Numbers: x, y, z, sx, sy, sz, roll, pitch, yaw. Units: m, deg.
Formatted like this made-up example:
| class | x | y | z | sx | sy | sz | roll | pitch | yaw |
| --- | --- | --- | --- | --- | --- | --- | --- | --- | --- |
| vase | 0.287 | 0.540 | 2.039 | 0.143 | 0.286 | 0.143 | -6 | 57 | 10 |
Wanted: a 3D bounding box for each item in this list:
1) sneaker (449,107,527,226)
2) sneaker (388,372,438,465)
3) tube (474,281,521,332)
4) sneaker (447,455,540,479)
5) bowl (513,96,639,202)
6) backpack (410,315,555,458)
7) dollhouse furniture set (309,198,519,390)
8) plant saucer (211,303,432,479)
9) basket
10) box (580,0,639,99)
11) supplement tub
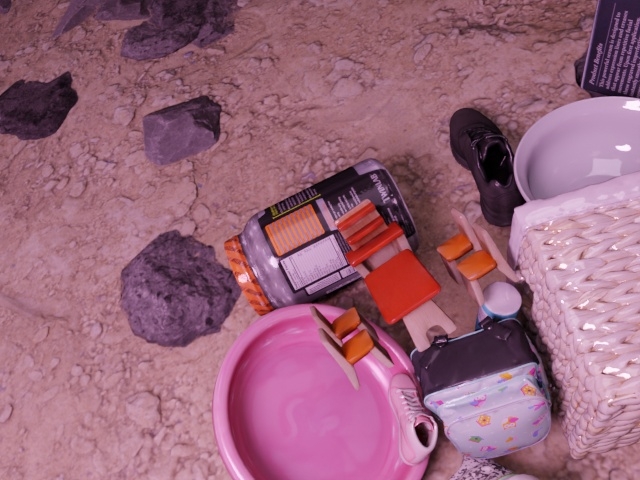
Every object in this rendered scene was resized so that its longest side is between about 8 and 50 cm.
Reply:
| class | x | y | z | sx | sy | sz | roll | pitch | yaw |
| --- | --- | --- | --- | --- | --- | --- | --- | --- | --- |
| sneaker | 0.317 | -0.167 | 1.123 | 0.109 | 0.130 | 0.286 | -22 | 51 | 6 |
| sneaker | 0.135 | 0.245 | 0.850 | 0.051 | 0.070 | 0.134 | 6 | 55 | -15 |
| tube | 0.252 | 0.136 | 0.888 | 0.052 | 0.207 | 0.080 | 4 | 56 | 7 |
| sneaker | 0.133 | 0.442 | 0.793 | 0.410 | 0.158 | 0.182 | -39 | 23 | -8 |
| bowl | 0.483 | -0.095 | 1.011 | 0.297 | 0.134 | 0.298 | -9 | 53 | 12 |
| backpack | 0.231 | 0.211 | 0.814 | 0.165 | 0.188 | 0.144 | -25 | 51 | 12 |
| dollhouse furniture set | 0.101 | 0.043 | 0.863 | 0.262 | 0.135 | 0.259 | -35 | 20 | 3 |
| plant saucer | 0.001 | 0.258 | 0.887 | 0.332 | 0.084 | 0.332 | 10 | 56 | -15 |
| basket | 0.448 | 0.094 | 0.781 | 0.331 | 0.328 | 0.266 | -17 | 58 | 5 |
| box | 0.724 | -0.366 | 1.040 | 0.395 | 0.212 | 0.293 | 31 | 59 | 32 |
| supplement tub | 0.000 | 0.000 | 1.074 | 0.316 | 0.193 | 0.194 | -26 | 53 | 0 |
